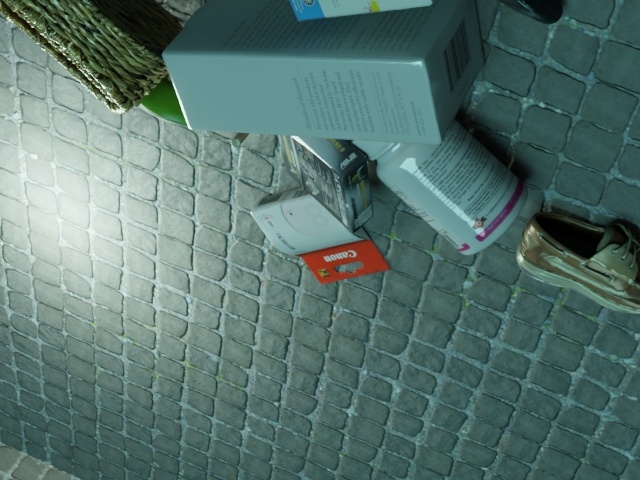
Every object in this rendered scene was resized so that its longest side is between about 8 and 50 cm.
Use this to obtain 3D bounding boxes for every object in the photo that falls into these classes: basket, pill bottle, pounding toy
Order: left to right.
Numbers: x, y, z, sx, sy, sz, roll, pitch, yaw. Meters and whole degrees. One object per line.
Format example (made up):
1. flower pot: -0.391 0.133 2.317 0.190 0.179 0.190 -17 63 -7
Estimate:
1. basket: -0.404 -0.339 1.974 0.223 0.213 0.299 -37 112 23
2. pounding toy: -0.205 -0.270 2.126 0.236 0.183 0.110 22 112 10
3. pill bottle: 0.197 -0.122 2.006 0.283 0.160 0.160 41 138 -11

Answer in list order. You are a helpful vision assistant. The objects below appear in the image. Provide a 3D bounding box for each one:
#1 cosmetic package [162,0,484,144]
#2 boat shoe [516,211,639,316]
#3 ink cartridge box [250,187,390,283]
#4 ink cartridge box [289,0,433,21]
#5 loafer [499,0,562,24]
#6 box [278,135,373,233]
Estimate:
1. cosmetic package: 0.007 -0.290 1.906 0.453 0.230 0.162 7 134 27
2. boat shoe: 0.490 0.036 2.018 0.324 0.123 0.116 15 134 16
3. ink cartridge box: 0.000 0.000 2.325 0.189 0.066 0.232 -14 118 39
4. ink cartridge box: 0.067 -0.447 1.761 0.232 0.168 0.171 1 131 31
5. loafer: 0.287 -0.379 1.789 0.170 0.062 0.061 39 160 -3
6. box: 0.007 -0.131 2.085 0.183 0.056 0.231 44 166 22
